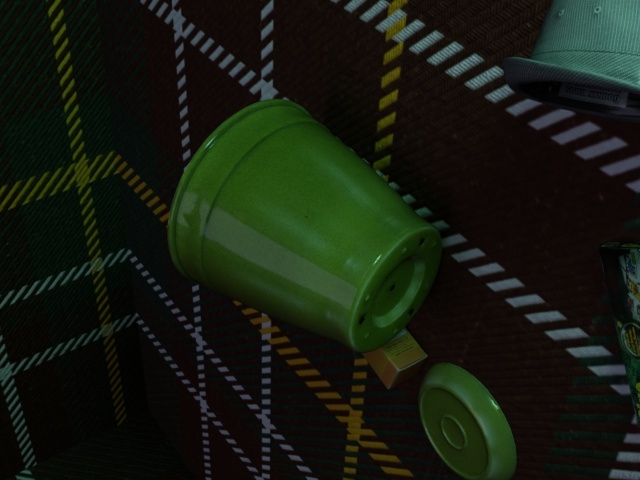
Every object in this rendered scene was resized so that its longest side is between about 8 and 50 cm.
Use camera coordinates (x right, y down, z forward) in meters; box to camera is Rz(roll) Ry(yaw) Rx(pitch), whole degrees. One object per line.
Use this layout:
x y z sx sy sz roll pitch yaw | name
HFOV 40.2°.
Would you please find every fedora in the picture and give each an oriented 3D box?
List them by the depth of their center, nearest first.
0.323 -0.193 0.895 0.275 0.244 0.124 25 102 64 | fedora

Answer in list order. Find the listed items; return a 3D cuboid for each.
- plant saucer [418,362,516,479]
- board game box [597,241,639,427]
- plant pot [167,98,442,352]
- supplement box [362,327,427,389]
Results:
0.248 0.335 1.555 0.241 0.037 0.241 41 143 41 | plant saucer
0.433 0.128 1.093 0.136 0.030 0.259 3 113 57 | board game box
0.000 0.000 1.466 0.353 0.366 0.366 32 138 29 | plant pot
0.097 0.160 1.648 0.233 0.080 0.078 51 148 24 | supplement box
